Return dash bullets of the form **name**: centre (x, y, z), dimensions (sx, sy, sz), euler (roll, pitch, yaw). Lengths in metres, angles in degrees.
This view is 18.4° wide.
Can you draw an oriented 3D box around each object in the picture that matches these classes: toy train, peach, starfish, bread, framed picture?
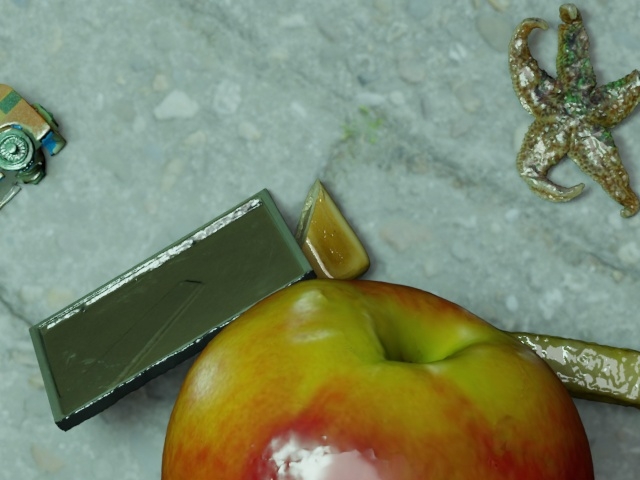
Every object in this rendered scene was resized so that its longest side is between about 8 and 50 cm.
- **toy train**: centre (-0.334, -0.067, 1.874), dimensions (0.188, 0.072, 0.099), euler (-44, 82, -2)
- **peach**: centre (0.040, 0.227, 1.665), dimensions (0.388, 0.388, 0.388), euler (-1, 82, 4)
- **starfish**: centre (0.244, -0.116, 1.857), dimensions (0.150, 0.053, 0.210), euler (-31, 85, 12)
- **bread**: centre (-0.001, -0.001, 1.849), dimensions (0.062, 0.049, 0.103), euler (-29, 79, -20)
- **framed picture**: centre (-0.139, 0.060, 1.796), dimensions (0.265, 0.192, 0.018), euler (-30, 117, 0)

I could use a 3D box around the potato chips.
- **potato chips**: centre (0.260, 0.127, 1.801), dimensions (0.407, 0.080, 0.057), euler (9, 74, 5)
